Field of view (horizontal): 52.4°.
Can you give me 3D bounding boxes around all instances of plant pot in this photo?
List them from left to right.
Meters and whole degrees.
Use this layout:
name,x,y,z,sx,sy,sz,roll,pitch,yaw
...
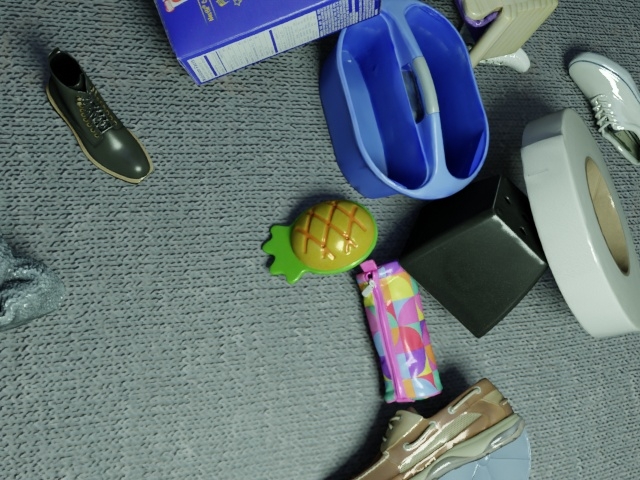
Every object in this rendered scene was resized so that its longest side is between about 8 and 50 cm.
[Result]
name,x,y,z,sx,sy,sz,roll,pitch,yaw
plant pot,0.267,0.007,1.048,0.187,0.167,0.188,43,37,-8

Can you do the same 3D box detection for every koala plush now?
name,x,y,z,sx,sy,sz,roll,pitch,yaw
koala plush,-0.460,0.017,0.837,0.203,0.196,0.221,-20,88,-32

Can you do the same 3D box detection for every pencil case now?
name,x,y,z,sx,sy,sz,roll,pitch,yaw
pencil case,0.123,0.143,1.052,0.104,0.104,0.237,-14,86,-20

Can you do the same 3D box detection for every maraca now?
name,x,y,z,sx,sy,sz,roll,pitch,yaw
maraca,0.000,0.000,1.035,0.185,0.099,0.127,-20,61,0

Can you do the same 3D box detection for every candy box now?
name,x,y,z,sx,sy,sz,roll,pitch,yaw
candy box,-0.100,-0.421,0.984,0.317,0.122,0.268,-21,80,0

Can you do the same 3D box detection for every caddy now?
name,x,y,z,sx,sy,sz,roll,pitch,yaw
caddy,0.140,-0.227,1.075,0.241,0.179,0.342,-14,86,-19

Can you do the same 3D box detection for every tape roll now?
name,x,y,z,sx,sy,sz,roll,pitch,yaw
tape roll,0.446,-0.032,1.089,0.392,0.072,0.392,31,50,-46

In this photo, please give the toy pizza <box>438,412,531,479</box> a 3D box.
name,x,y,z,sx,sy,sz,roll,pitch,yaw
toy pizza,0.267,0.366,1.099,0.201,0.032,0.201,3,80,-19

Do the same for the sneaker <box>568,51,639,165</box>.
name,x,y,z,sx,sy,sz,roll,pitch,yaw
sneaker,0.576,-0.256,1.271,0.258,0.094,0.091,42,66,-9

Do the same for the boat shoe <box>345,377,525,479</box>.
name,x,y,z,sx,sy,sz,roll,pitch,yaw
boat shoe,0.152,0.321,1.013,0.324,0.123,0.116,-26,68,-4

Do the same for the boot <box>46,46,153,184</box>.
name,x,y,z,sx,sy,sz,roll,pitch,yaw
boot,-0.320,-0.172,0.931,0.198,0.137,0.077,44,71,-8

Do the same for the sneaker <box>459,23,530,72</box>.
name,x,y,z,sx,sy,sz,roll,pitch,yaw
sneaker,0.324,-0.355,1.229,0.152,0.053,0.061,31,78,-4

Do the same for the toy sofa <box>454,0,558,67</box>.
name,x,y,z,sx,sy,sz,roll,pitch,yaw
toy sofa,0.238,-0.498,1.139,0.177,0.150,0.363,-18,77,-20
